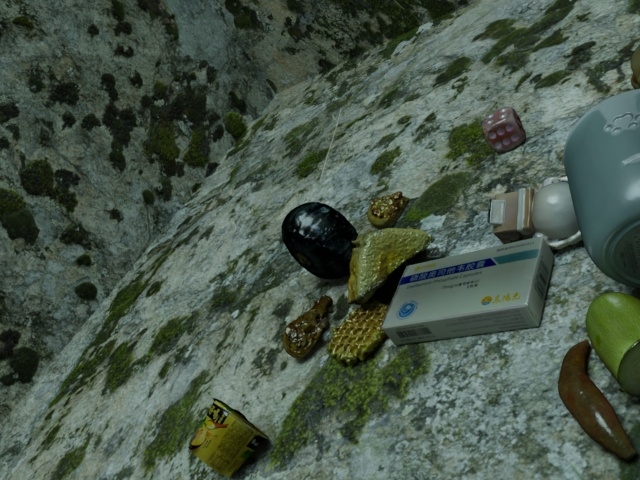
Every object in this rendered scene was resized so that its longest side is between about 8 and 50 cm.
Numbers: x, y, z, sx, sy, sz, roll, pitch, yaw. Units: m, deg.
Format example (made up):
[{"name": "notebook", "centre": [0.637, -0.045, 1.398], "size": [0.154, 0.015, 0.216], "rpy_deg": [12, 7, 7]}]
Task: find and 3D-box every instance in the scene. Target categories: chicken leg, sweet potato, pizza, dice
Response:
[{"name": "chicken leg", "centre": [-0.023, 0.205, 1.711], "size": [0.207, 0.085, 0.101], "rpy_deg": [-51, -7, -42]}, {"name": "sweet potato", "centre": [0.420, 0.243, 1.079], "size": [0.078, 0.058, 0.255], "rpy_deg": [-14, 27, 11]}, {"name": "pizza", "centre": [0.193, -0.099, 1.996], "size": [0.134, 0.046, 0.175], "rpy_deg": [-40, 24, -5]}, {"name": "dice", "centre": [0.506, -0.305, 1.880], "size": [0.093, 0.094, 0.091], "rpy_deg": [-25, 24, 28]}]

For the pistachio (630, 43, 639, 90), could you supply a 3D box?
[{"name": "pistachio", "centre": [0.816, -0.398, 1.551], "size": [0.197, 0.166, 0.288], "rpy_deg": [12, 45, 30]}]

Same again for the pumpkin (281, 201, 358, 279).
[{"name": "pumpkin", "centre": [0.000, 0.000, 1.856], "size": [0.163, 0.233, 0.233], "rpy_deg": [-51, 27, -15]}]

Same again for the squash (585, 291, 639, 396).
[{"name": "squash", "centre": [0.487, 0.145, 1.084], "size": [0.123, 0.123, 0.186], "rpy_deg": [-32, 26, 12]}]

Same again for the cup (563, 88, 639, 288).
[{"name": "cup", "centre": [0.619, -0.074, 1.173], "size": [0.357, 0.259, 0.274], "rpy_deg": [4, 47, 6]}]

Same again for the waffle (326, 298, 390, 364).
[{"name": "waffle", "centre": [0.094, 0.213, 1.590], "size": [0.191, 0.038, 0.191], "rpy_deg": [-29, 25, 15]}]

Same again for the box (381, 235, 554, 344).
[{"name": "box", "centre": [0.308, 0.111, 1.446], "size": [0.344, 0.065, 0.200], "rpy_deg": [-16, 33, 39]}]

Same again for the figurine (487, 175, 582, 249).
[{"name": "figurine", "centre": [0.482, -0.054, 1.450], "size": [0.237, 0.141, 0.162], "rpy_deg": [-9, 65, 42]}]

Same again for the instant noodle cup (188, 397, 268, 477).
[{"name": "instant noodle cup", "centre": [-0.206, 0.437, 1.494], "size": [0.122, 0.151, 0.151], "rpy_deg": [-56, 28, -11]}]

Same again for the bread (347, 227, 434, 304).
[{"name": "bread", "centre": [0.138, 0.037, 1.661], "size": [0.252, 0.133, 0.174], "rpy_deg": [-40, 0, -8]}]
